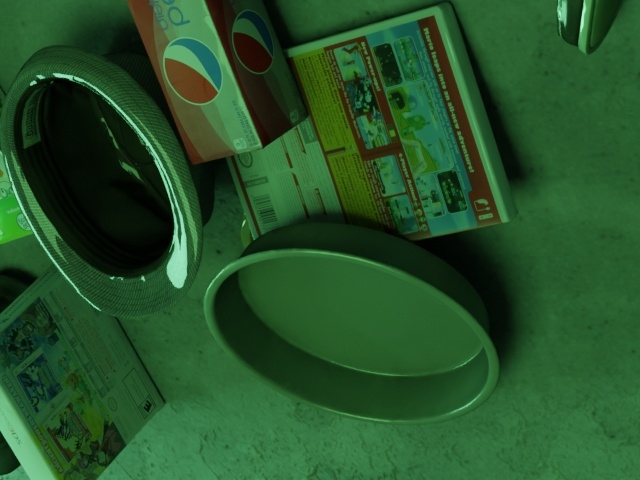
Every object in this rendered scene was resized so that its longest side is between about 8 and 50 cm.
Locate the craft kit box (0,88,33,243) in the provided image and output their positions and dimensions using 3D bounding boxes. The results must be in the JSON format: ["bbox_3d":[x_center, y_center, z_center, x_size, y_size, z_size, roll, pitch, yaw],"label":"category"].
[{"bbox_3d":[-0.422,-0.098,2.062,0.250,0.061,0.246,-16,110,38],"label":"craft kit box"}]

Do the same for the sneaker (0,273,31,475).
[{"bbox_3d":[-0.381,0.172,2.181,0.109,0.130,0.286,20,132,15],"label":"sneaker"}]

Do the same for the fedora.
[{"bbox_3d":[-0.187,-0.074,1.876,0.244,0.124,0.275,-27,96,44],"label":"fedora"}]

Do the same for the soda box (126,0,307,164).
[{"bbox_3d":[-0.110,-0.208,1.743,0.092,0.083,0.263,-11,107,37],"label":"soda box"}]

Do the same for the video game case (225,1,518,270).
[{"bbox_3d":[0.030,-0.090,1.777,0.285,0.025,0.204,-12,101,37],"label":"video game case"}]

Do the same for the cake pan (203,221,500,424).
[{"bbox_3d":[0.034,0.079,1.848,0.293,0.054,0.293,12,146,8],"label":"cake pan"}]

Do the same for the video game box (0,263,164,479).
[{"bbox_3d":[-0.275,0.152,2.060,0.048,0.187,0.205,-12,114,37],"label":"video game box"}]

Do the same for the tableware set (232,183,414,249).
[{"bbox_3d":[0.000,0.000,1.881,0.194,0.039,0.128,-3,120,33],"label":"tableware set"}]

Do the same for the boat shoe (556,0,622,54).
[{"bbox_3d":[0.214,-0.261,1.537,0.069,0.081,0.227,19,123,22],"label":"boat shoe"}]
